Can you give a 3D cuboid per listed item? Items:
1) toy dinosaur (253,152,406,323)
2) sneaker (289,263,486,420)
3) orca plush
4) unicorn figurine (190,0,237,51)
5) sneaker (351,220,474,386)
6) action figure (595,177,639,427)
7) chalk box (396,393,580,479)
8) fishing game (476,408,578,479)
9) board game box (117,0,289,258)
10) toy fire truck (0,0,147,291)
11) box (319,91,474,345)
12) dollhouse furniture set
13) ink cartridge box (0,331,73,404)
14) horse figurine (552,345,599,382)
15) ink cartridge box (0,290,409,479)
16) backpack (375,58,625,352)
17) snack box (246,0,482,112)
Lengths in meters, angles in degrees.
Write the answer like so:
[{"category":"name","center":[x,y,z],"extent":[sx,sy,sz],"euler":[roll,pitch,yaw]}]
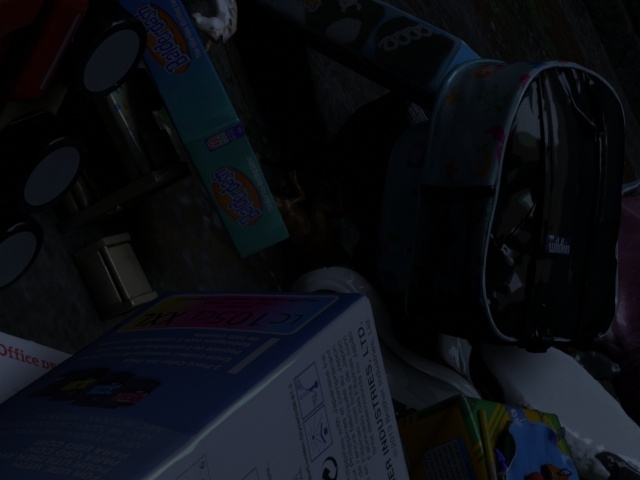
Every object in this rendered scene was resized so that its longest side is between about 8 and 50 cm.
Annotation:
[{"category":"toy dinosaur","center":[0.000,0.000,1.441],"extent":[0.211,0.064,0.112],"euler":[41,32,-4]},{"category":"sneaker","center":[0.060,0.144,1.380],"extent":[0.271,0.100,0.108],"euler":[44,38,-26]},{"category":"orca plush","center":[0.256,0.195,1.461],"extent":[0.287,0.102,0.151],"euler":[24,47,-7]},{"category":"unicorn figurine","center":[-0.117,-0.256,1.464],"extent":[0.111,0.060,0.162],"euler":[52,25,-24]},{"category":"sneaker","center":[0.106,0.103,1.530],"extent":[0.121,0.099,0.263],"euler":[-12,84,-75]},{"category":"action figure","center":[0.348,0.118,1.535],"extent":[0.275,0.248,0.370],"euler":[0,60,-53]},{"category":"chalk box","center":[0.128,0.252,1.279],"extent":[0.289,0.179,0.180],"euler":[17,51,-60]},{"category":"fishing game","center":[0.198,0.225,1.181],"extent":[0.264,0.041,0.189],"euler":[43,34,-44]},{"category":"board game box","center":[-0.098,-0.111,1.169],"extent":[0.160,0.047,0.210],"euler":[69,-5,-55]},{"category":"toy fire truck","center":[-0.252,-0.082,0.812],"extent":[0.158,0.217,0.246],"euler":[39,21,20]},{"category":"box","center":[0.125,-0.030,1.684],"extent":[0.261,0.103,0.184],"euler":[57,28,-13]},{"category":"dollhouse furniture set","center":[-0.128,-0.053,1.162],"extent":[0.182,0.101,0.161],"euler":[64,22,3]},{"category":"ink cartridge box","center":[-0.187,0.122,0.858],"extent":[0.092,0.090,0.143],"euler":[29,40,-54]},{"category":"horse figurine","center":[0.353,0.155,2.024],"extent":[0.174,0.066,0.263],"euler":[58,25,-27]},{"category":"ink cartridge box","center":[-0.097,0.215,0.720],"extent":[0.395,0.151,0.270],"euler":[-37,118,-56]},{"category":"backpack","center":[0.174,-0.040,1.372],"extent":[0.225,0.191,0.254],"euler":[4,97,-48]},{"category":"snack box","center":[0.057,-0.202,1.554],"extent":[0.322,0.060,0.187],"euler":[33,2,37]}]
